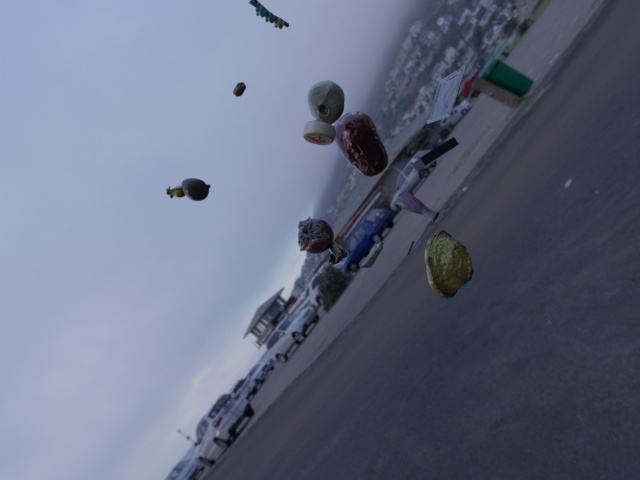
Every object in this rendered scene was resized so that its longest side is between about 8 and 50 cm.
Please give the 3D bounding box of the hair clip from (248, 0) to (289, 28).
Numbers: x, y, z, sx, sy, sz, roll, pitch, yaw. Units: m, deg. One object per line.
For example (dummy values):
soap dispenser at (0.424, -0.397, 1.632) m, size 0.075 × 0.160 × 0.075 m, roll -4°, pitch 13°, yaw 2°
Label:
hair clip at (-0.202, -0.872, 1.635) m, size 0.049 × 0.172 × 0.049 m, roll -45°, pitch 30°, yaw 36°

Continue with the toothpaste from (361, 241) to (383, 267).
toothpaste at (0.274, 0.080, 2.188) m, size 0.255 × 0.067 × 0.037 m, roll 112°, pitch 152°, yaw -55°

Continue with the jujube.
jujube at (0.194, -0.458, 2.003) m, size 0.223 × 0.318 × 0.223 m, roll -32°, pitch 24°, yaw 16°

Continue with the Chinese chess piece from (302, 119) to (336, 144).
Chinese chess piece at (-0.005, -0.389, 1.531) m, size 0.122 × 0.122 × 0.051 m, roll 111°, pitch 167°, yaw -80°

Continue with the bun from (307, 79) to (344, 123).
bun at (0.020, -0.555, 1.721) m, size 0.166 × 0.173 × 0.113 m, roll -18°, pitch 29°, yaw 29°

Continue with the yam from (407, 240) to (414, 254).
yam at (0.497, 0.040, 2.318) m, size 0.107 × 0.014 × 0.014 m, roll -59°, pitch 2°, yaw -36°

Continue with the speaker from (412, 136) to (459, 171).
speaker at (0.523, -0.391, 1.916) m, size 0.218 × 0.044 × 0.082 m, roll -33°, pitch -2°, yaw -20°

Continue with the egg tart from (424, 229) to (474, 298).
egg tart at (0.632, 0.107, 2.034) m, size 0.132 × 0.345 × 0.345 m, roll -16°, pitch 24°, yaw 43°

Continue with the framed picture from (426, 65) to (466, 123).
framed picture at (0.553, -0.640, 1.879) m, size 0.273 × 0.016 × 0.217 m, roll -130°, pitch 56°, yaw -80°

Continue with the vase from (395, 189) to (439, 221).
vase at (0.484, -0.165, 2.097) m, size 0.086 × 0.214 × 0.086 m, roll -42°, pitch -27°, yaw -28°

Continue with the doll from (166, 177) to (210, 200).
doll at (-0.572, -0.226, 1.825) m, size 0.145 × 0.188 × 0.096 m, roll 119°, pitch 152°, yaw -62°

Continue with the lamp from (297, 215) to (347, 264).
lamp at (0.004, -0.008, 1.771) m, size 0.223 × 0.215 × 0.151 m, roll -2°, pitch -39°, yaw -41°

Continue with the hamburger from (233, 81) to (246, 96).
hamburger at (-0.448, -0.837, 2.337) m, size 0.083 × 0.044 × 0.076 m, roll -44°, pitch -7°, yaw 34°
